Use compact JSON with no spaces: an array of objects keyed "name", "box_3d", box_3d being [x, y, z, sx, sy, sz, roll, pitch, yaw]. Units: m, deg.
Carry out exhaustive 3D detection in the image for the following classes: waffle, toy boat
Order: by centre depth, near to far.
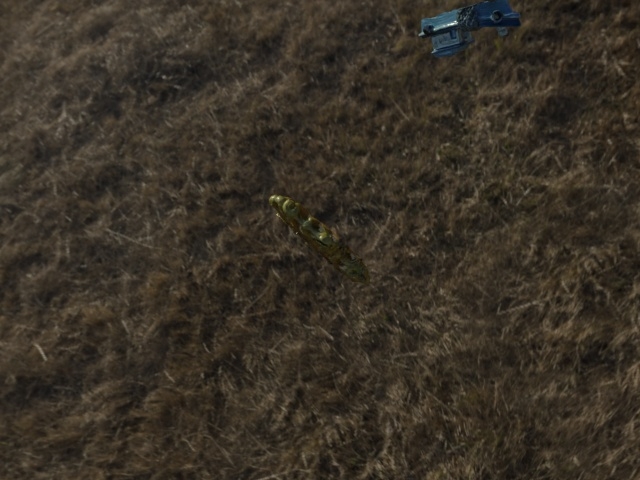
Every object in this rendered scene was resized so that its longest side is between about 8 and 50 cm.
[{"name":"waffle","box_3d":[0.001,-0.002,1.176,0.291,0.291,0.051,38,85,30]},{"name":"toy boat","box_3d":[0.331,-0.466,1.264,0.109,0.098,0.237,-27,20,-35]}]
